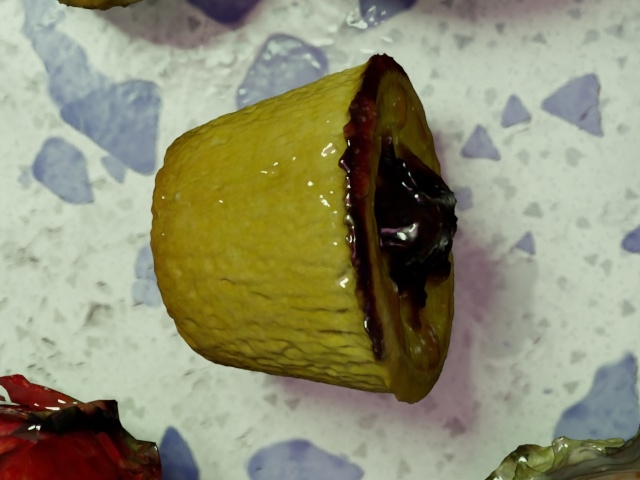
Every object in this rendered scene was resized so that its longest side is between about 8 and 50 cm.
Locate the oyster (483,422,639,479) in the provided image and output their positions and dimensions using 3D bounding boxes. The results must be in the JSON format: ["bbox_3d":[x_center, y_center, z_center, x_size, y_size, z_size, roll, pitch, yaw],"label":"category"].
[{"bbox_3d":[0.154,0.235,0.774,0.337,0.133,0.197,-39,90,9],"label":"oyster"}]

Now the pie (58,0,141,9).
[{"bbox_3d":[-0.147,-0.275,0.735,0.085,0.308,0.308,-21,90,-27],"label":"pie"}]

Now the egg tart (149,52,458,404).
[{"bbox_3d":[0.000,0.000,0.755,0.171,0.215,0.215,-7,92,19],"label":"egg tart"}]

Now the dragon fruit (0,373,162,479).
[{"bbox_3d":[-0.227,0.215,0.751,0.296,0.295,0.301,1,108,7],"label":"dragon fruit"}]
